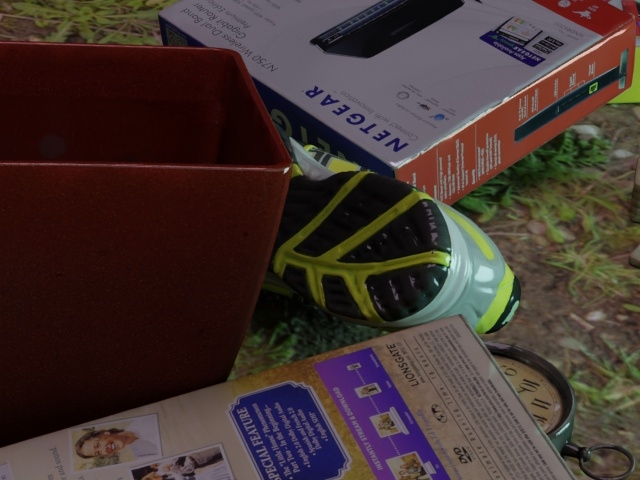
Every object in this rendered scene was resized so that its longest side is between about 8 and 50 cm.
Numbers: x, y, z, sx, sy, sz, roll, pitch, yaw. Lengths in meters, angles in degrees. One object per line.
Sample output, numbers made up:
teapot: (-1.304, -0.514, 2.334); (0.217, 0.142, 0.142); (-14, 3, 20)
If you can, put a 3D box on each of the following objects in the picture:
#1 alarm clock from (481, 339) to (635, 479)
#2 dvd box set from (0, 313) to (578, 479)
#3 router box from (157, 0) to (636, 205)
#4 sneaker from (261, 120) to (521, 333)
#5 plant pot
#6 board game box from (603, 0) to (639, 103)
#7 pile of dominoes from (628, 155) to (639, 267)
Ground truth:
alarm clock: (0.133, 0.136, 1.277); (0.192, 0.064, 0.129); (17, 34, 25)
dvd box set: (-0.046, 0.206, 1.092); (0.420, 0.062, 0.307); (-16, 37, -13)
router box: (0.069, -0.177, 1.663); (0.301, 0.082, 0.335); (-33, 48, -27)
sneaker: (0.000, 0.000, 1.448); (0.147, 0.145, 0.385); (28, 2, -41)
plant pot: (-0.178, 0.010, 1.259); (0.267, 0.235, 0.267); (0, 22, -11)
board game box: (0.283, -0.226, 1.863); (0.317, 0.064, 0.242); (-2, 33, -9)
pile of dominoes: (0.402, -0.023, 1.579); (0.251, 0.040, 0.196); (9, 32, 9)
